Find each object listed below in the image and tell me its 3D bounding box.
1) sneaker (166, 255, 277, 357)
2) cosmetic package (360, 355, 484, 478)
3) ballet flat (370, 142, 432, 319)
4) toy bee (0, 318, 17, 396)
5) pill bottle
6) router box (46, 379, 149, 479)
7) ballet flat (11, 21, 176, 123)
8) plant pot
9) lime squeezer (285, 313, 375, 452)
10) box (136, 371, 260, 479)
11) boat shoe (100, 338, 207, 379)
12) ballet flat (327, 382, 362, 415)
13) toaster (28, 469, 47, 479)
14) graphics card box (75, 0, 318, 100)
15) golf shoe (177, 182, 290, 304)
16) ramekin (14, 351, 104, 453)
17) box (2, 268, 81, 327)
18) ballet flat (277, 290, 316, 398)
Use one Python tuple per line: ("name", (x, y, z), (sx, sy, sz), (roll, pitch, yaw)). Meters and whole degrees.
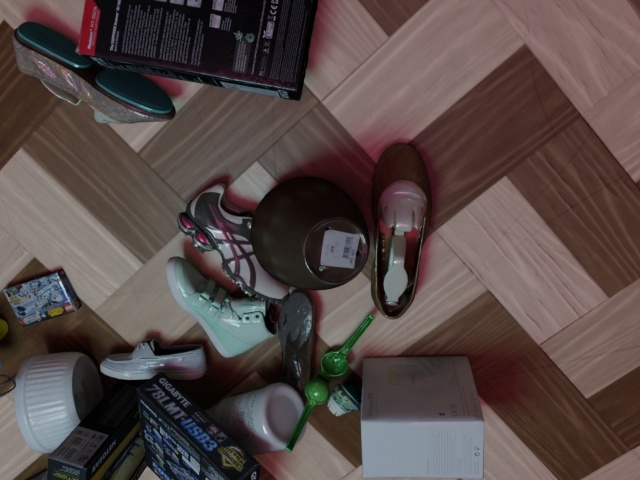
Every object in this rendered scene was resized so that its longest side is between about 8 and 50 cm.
("sneaker", (-0.188, 0.112, 1.234), (0.151, 0.094, 0.256), (-24, 116, 19))
("cosmetic package", (0.193, 0.341, 1.215), (0.225, 0.224, 0.138), (-3, 110, 6))
("ballet flat", (0.145, -0.003, 1.147), (0.116, 0.124, 0.342), (6, 110, 3))
("toy bee", (-0.728, 0.219, 1.269), (0.298, 0.195, 0.162), (-11, 108, 25))
("pill bottle", (-0.151, 0.382, 1.286), (0.229, 0.131, 0.131), (-24, 108, 36))
("router box", (-0.443, 0.454, 1.268), (0.081, 0.309, 0.242), (15, 112, 6))
("ballet flat", (-0.412, -0.280, 1.122), (0.316, 0.107, 0.106), (31, 130, -1))
("plant pot", (0.000, 0.000, 1.072), (0.216, 0.230, 0.215), (-2, 98, -14))
("lime squeezer", (0.018, 0.288, 1.257), (0.059, 0.110, 0.310), (38, 78, -18))
("box", (-0.254, 0.458, 1.263), (0.296, 0.073, 0.293), (33, 137, 27))
("boat shoe", (-0.356, 0.248, 1.317), (0.228, 0.079, 0.081), (1, 101, 0))
("ballet flat", (0.047, 0.328, 1.247), (0.070, 0.188, 0.070), (-3, 76, 11))
("toaster", (-0.678, 0.662, 1.473), (0.186, 0.110, 0.168), (-30, 104, 15))
("graphics card box", (-0.194, -0.382, 1.025), (0.371, 0.094, 0.232), (9, 91, 3))
("golf shoe", (-0.147, 0.013, 1.194), (0.273, 0.105, 0.120), (43, 101, -11))
("ramekin", (-0.540, 0.333, 1.296), (0.109, 0.207, 0.207), (-11, 109, 0))
("box", (-0.593, 0.124, 1.312), (0.137, 0.027, 0.093), (-16, 106, 11))
("ballet flat", (-0.044, 0.221, 1.289), (0.084, 0.058, 0.249), (11, 107, 28))
